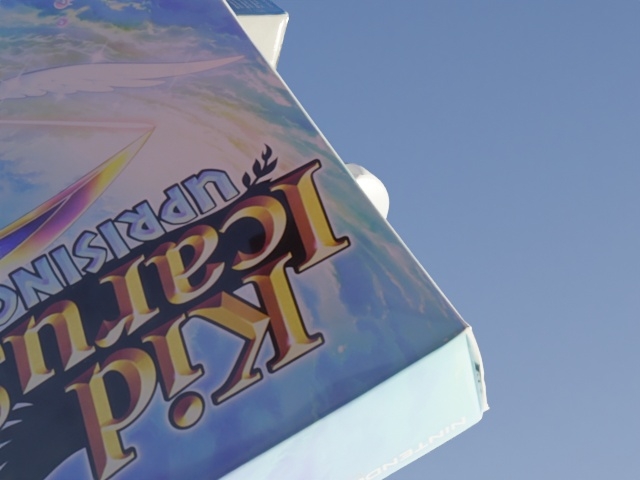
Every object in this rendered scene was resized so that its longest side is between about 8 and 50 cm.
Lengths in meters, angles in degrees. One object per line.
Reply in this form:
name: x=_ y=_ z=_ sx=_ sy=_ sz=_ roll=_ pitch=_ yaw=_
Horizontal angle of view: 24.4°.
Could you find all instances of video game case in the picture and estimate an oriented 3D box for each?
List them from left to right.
video game case: x=-0.127 y=0.018 z=0.460 sx=0.244 sy=0.269 sz=0.061 roll=55 pitch=-10 yaw=31

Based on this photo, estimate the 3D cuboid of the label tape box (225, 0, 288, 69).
label tape box: x=-0.243 y=-0.262 z=1.712 sx=0.240 sy=0.333 sz=0.106 roll=38 pitch=-57 yaw=37

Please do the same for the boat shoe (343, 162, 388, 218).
boat shoe: x=0.000 y=0.000 z=1.328 sx=0.084 sy=0.095 sz=0.258 roll=42 pitch=-23 yaw=21
